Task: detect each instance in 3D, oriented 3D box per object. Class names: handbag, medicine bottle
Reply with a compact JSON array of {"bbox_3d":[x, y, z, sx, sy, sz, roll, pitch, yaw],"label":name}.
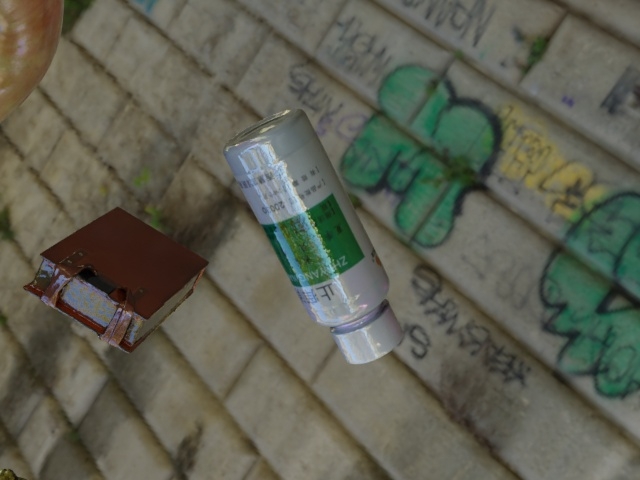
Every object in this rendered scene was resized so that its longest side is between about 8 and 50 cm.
[{"bbox_3d":[-0.208,0.037,1.012,0.127,0.062,0.190,31,-160,2],"label":"handbag"},{"bbox_3d":[0.000,0.000,0.965,0.260,0.095,0.095,61,-175,-17],"label":"medicine bottle"}]

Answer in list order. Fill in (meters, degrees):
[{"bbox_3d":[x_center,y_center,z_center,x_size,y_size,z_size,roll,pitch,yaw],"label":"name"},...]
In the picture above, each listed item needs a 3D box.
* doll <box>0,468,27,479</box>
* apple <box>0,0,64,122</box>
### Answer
[{"bbox_3d":[-0.496,0.430,1.459,0.129,0.081,0.207,41,-162,-18],"label":"doll"},{"bbox_3d":[-0.474,-0.275,1.029,0.391,0.391,0.346,17,-156,-52],"label":"apple"}]
